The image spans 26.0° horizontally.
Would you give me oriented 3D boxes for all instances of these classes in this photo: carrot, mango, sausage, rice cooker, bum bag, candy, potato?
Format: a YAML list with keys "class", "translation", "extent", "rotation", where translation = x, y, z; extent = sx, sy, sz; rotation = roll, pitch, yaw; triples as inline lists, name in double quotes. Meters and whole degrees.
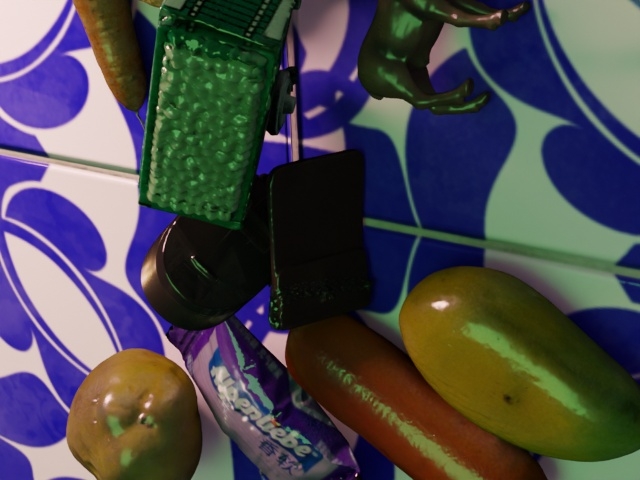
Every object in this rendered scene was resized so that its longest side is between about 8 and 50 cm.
- class: "carrot"
  translation: [-0.210, -0.239, 1.330]
  extent: [0.078, 0.078, 0.298]
  rotation: [3, 115, 34]
- class: "mango"
  translation: [0.172, 0.116, 1.204]
  extent: [0.237, 0.091, 0.137]
  rotation: [43, 134, 12]
- class: "sausage"
  translation: [0.081, 0.162, 1.290]
  extent: [0.300, 0.083, 0.089]
  rotation: [35, 139, 19]
- class: "rice cooker"
  translation: [-0.093, 0.010, 1.295]
  extent: [0.112, 0.165, 0.106]
  rotation: [45, 140, -2]
- class: "bum bag"
  translation: [0.000, 0.000, 1.261]
  extent: [0.026, 0.109, 0.159]
  rotation: [26, 125, 50]
- class: "candy"
  translation: [-0.054, 0.174, 1.385]
  extent: [0.275, 0.070, 0.145]
  rotation: [51, 146, 7]
- class: "potato"
  translation: [-0.187, 0.194, 1.433]
  extent: [0.154, 0.137, 0.200]
  rotation: [44, 163, 8]

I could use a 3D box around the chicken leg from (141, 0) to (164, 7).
- class: "chicken leg"
  translation: [-0.073, -0.251, 1.219]
  extent: [0.252, 0.087, 0.107]
  rotation: [6, 124, 26]

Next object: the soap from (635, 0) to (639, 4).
- class: "soap"
  translation: [0.292, -0.273, 0.959]
  extent: [0.156, 0.077, 0.293]
  rotation: [41, 127, 13]

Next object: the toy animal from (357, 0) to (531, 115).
- class: "toy animal"
  translation: [0.071, -0.210, 1.127]
  extent: [0.186, 0.094, 0.214]
  rotation: [31, 122, 18]

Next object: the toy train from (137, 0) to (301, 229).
- class: "toy train"
  translation: [-0.075, -0.139, 1.169]
  extent: [0.115, 0.154, 0.269]
  rotation: [15, 140, -1]
